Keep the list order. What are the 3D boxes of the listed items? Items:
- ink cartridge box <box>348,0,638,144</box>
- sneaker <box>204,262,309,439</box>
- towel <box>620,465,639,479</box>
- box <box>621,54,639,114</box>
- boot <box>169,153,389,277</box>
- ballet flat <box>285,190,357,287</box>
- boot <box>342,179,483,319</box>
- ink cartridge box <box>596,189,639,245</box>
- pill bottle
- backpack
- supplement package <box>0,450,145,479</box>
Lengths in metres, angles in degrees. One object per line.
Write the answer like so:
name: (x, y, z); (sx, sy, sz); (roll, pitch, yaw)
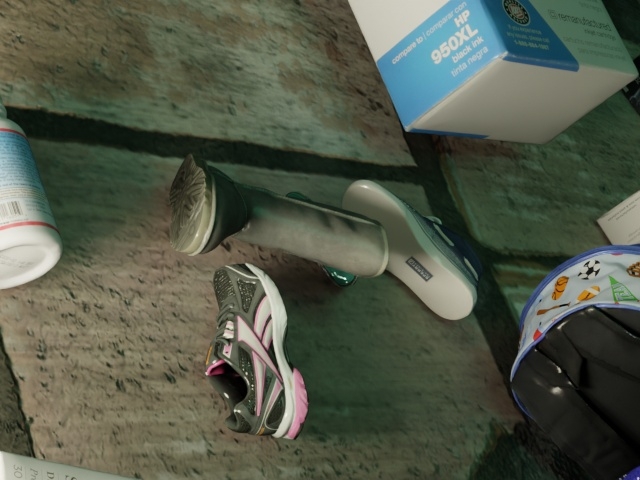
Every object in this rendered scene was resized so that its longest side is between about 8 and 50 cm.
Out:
ink cartridge box: (0.165, -0.327, 1.828); (0.285, 0.166, 0.395); (0, 60, -48)
sneaker: (-0.071, 0.096, 1.390); (0.077, 0.072, 0.178); (0, 51, -32)
towel: (0.360, 0.286, 1.516); (0.308, 0.228, 0.076); (-1, 46, -45)
box: (0.468, -0.221, 2.202); (0.018, 0.067, 0.083); (-23, 76, -53)
boot: (-0.035, -0.006, 1.451); (0.208, 0.076, 0.190); (26, 20, -15)
ballet flat: (0.000, 0.000, 1.573); (0.114, 0.041, 0.041); (55, 37, 7)
boot: (0.099, -0.003, 1.654); (0.190, 0.069, 0.086); (48, 29, -14)
ink cartridge box: (0.476, 0.032, 1.970); (0.158, 0.092, 0.218); (-15, 71, -50)
pill bottle: (-0.277, -0.046, 1.289); (0.087, 0.087, 0.160); (2, 57, -44)
backpack: (0.341, 0.123, 1.631); (0.263, 0.276, 0.213); (27, 37, -17)
supplement package: (-0.131, 0.283, 1.073); (0.293, 0.175, 0.177); (18, 46, -35)
